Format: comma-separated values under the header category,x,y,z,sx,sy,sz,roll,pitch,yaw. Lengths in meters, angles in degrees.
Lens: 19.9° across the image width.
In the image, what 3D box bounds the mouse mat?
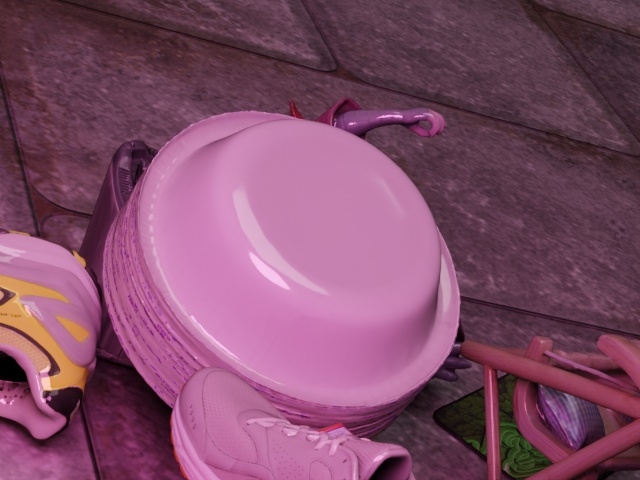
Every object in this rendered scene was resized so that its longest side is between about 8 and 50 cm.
category,x,y,z,sx,sy,sz,roll,pitch,yaw
mouse mat,0.209,0.190,1.774,0.153,0.007,0.190,37,29,21

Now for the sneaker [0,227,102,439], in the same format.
category,x,y,z,sx,sy,sz,roll,pitch,yaw
sneaker,-0.348,0.053,1.378,0.385,0.145,0.147,9,43,-18

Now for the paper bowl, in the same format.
category,x,y,z,sx,sy,sz,roll,pitch,yaw
paper bowl,-0.019,0.018,1.448,0.284,0.148,0.284,16,49,-19

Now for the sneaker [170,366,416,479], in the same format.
category,x,y,z,sx,sy,sz,roll,pitch,yaw
sneaker,0.005,0.155,1.190,0.099,0.121,0.262,-3,40,-46

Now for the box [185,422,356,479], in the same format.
category,x,y,z,sx,sy,sz,roll,pitch,yaw
box,-0.045,0.255,1.263,0.154,0.142,0.300,38,29,24

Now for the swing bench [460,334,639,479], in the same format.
category,x,y,z,sx,sy,sz,roll,pitch,yaw
swing bench,0.299,0.161,1.589,0.253,0.165,0.255,5,-11,-39

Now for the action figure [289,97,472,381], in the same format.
category,x,y,z,sx,sy,sz,roll,pitch,yaw
action figure,0.000,0.000,1.793,0.276,0.248,0.370,-15,42,-17

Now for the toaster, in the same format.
category,x,y,z,sx,sy,sz,roll,pitch,yaw
toaster,-0.144,0.015,1.619,0.129,0.146,0.227,14,29,-24
